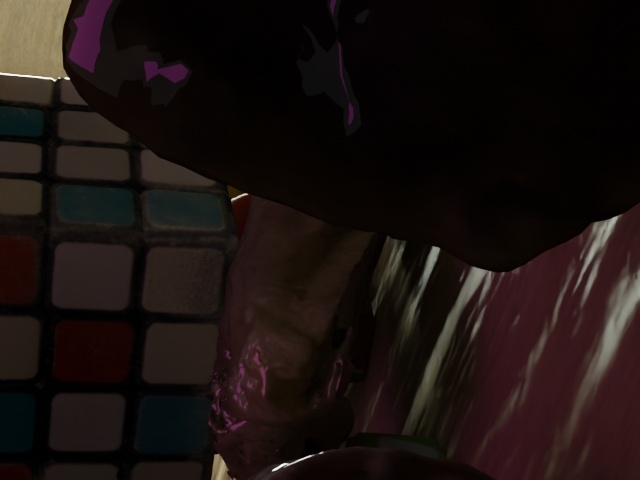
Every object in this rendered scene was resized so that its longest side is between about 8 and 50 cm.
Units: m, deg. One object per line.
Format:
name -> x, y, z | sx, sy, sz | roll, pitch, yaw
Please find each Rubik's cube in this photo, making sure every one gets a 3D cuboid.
Rubik's cube -> -0.208, 0.037, 0.991 | 0.259, 0.256, 0.253 | -110, 26, -57

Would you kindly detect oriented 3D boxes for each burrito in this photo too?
burrito -> -0.003, 0.006, 0.862 | 0.175, 0.107, 0.348 | 115, 169, -56

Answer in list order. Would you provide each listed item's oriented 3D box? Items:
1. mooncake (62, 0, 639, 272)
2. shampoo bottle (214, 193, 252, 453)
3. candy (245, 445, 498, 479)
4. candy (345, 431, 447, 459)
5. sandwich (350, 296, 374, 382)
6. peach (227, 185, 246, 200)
mooncake -> 0.067, -0.163, 0.405 | 0.394, 0.246, 0.393 | -85, 15, -73
shampoo bottle -> -0.068, 0.087, 1.148 | 0.278, 0.104, 0.104 | 111, 159, -44
candy -> 0.019, 0.227, 0.550 | 0.157, 0.214, 0.290 | 136, 141, -66
candy -> 0.036, 0.223, 0.787 | 0.097, 0.062, 0.195 | -118, 37, -67
sandwich -> 0.021, 0.058, 0.987 | 0.069, 0.026, 0.101 | 119, 150, -47
peach -> -0.082, -0.031, 1.227 | 0.179, 0.103, 0.179 | -168, 90, -85
